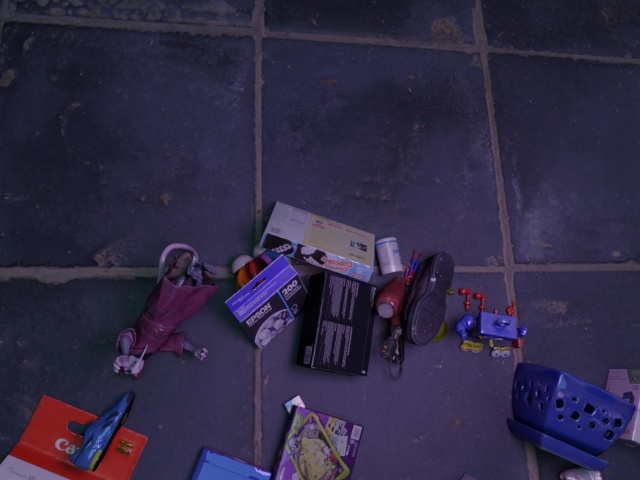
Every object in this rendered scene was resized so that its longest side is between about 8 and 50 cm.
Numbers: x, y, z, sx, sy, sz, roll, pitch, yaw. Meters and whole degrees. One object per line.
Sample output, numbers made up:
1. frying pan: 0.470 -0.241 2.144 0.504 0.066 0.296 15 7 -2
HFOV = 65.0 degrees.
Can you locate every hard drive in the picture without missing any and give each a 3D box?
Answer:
1. hard drive: -0.269 0.732 1.301 0.210 0.040 0.319 22 74 -3

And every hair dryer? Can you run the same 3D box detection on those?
1. hair dryer: 0.203 0.231 1.447 0.080 0.224 0.294 4 61 18

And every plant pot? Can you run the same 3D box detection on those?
1. plant pot: 0.682 0.495 1.416 0.235 0.236 0.212 23 81 -3

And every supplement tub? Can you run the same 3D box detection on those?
1. supplement tub: 0.209 0.049 1.532 0.070 0.071 0.107 -9 78 -11

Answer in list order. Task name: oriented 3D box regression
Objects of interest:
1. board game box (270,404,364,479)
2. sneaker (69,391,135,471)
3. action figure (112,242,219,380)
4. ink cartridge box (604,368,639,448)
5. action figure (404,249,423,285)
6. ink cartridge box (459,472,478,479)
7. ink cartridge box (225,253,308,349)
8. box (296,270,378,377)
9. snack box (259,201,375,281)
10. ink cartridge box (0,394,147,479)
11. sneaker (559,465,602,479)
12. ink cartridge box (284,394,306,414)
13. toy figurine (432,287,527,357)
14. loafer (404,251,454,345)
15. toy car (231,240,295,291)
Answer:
1. board game box: -0.026 0.640 1.339 0.208 0.056 0.347 23 74 -18
2. sneaker: -0.559 0.476 1.289 0.082 0.069 0.210 24 58 3
3. action figure: -0.441 0.207 1.331 0.370 0.248 0.275 -53 53 7
4. ink cartridge box: 0.924 0.495 1.486 0.093 0.154 0.213 22 74 -3
5. action figure: 0.287 0.087 1.558 0.038 0.030 0.115 24 76 -7
6. ink cartridge box: 0.438 0.776 1.376 0.148 0.086 0.203 -43 85 -16
7. ink cartridge box: -0.135 0.172 1.388 0.206 0.208 0.045 -41 47 -16
8. box: 0.050 0.238 1.416 0.184 0.103 0.262 17 73 -25
9. snack box: 0.000 0.000 1.464 0.321 0.060 0.187 19 32 -3
10. ink cartridge box: -0.659 0.627 1.243 0.307 0.091 0.385 24 75 -2
11. sneaker: 0.732 0.767 1.424 0.111 0.103 0.253 3 69 -4
12. ink cartridge box: -0.062 0.481 1.402 0.048 0.028 0.083 -28 81 -15
13. toy figurine: 0.459 0.220 1.452 0.361 0.217 0.192 13 74 -6
14. loafer: 0.305 0.172 1.459 0.109 0.095 0.303 39 59 -22
15. toy car: -0.160 0.086 1.431 0.182 0.136 0.159 -35 83 -15
